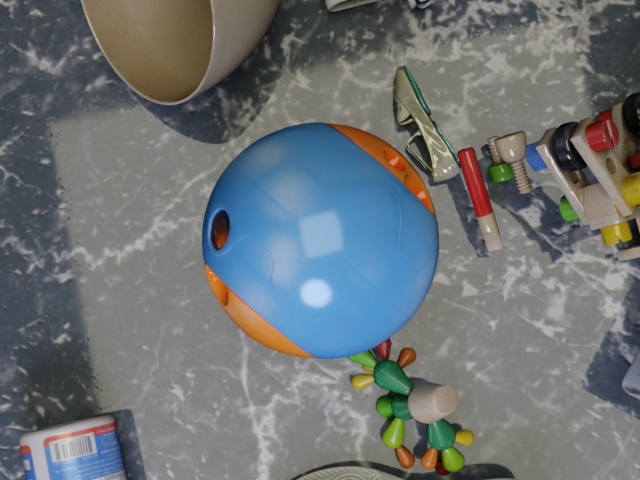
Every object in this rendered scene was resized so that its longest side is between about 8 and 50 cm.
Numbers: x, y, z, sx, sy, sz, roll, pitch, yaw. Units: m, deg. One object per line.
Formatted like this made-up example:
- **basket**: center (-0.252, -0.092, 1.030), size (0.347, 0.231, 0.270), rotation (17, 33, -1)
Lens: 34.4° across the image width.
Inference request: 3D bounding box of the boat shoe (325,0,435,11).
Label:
- **boat shoe**: center (0.129, -0.355, 1.398), size (0.258, 0.095, 0.084), rotation (-5, 88, 10)

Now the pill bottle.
- **pill bottle**: center (-0.301, 0.341, 1.307), size (0.124, 0.124, 0.222), rotation (-12, 85, -1)

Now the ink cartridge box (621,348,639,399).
- **ink cartridge box**: center (0.602, 0.095, 1.279), size (0.308, 0.091, 0.385), rotation (30, 88, -5)

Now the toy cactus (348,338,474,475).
- **toy cactus**: center (0.127, 0.204, 1.297), size (0.112, 0.180, 0.219), rotation (-30, 90, -23)

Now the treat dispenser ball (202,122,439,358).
- **treat dispenser ball**: center (0.000, 0.000, 1.255), size (0.288, 0.288, 0.288), rotation (0, 84, 1)

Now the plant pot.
- **plant pot**: center (-0.156, -0.337, 1.325), size (0.191, 0.284, 0.284), rotation (-27, 83, -37)

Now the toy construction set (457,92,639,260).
- **toy construction set**: center (0.355, -0.045, 1.311), size (0.308, 0.257, 0.237), rotation (-15, 97, 19)

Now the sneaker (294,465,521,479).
- **sneaker**: center (0.112, 0.384, 1.307), size (0.350, 0.131, 0.148), rotation (2, 122, 16)

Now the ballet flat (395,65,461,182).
- **ballet flat**: center (0.132, -0.155, 1.389), size (0.052, 0.057, 0.168), rotation (-30, 84, 7)
